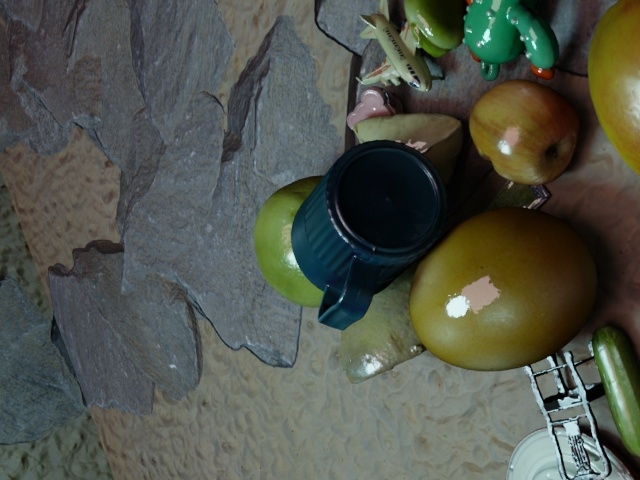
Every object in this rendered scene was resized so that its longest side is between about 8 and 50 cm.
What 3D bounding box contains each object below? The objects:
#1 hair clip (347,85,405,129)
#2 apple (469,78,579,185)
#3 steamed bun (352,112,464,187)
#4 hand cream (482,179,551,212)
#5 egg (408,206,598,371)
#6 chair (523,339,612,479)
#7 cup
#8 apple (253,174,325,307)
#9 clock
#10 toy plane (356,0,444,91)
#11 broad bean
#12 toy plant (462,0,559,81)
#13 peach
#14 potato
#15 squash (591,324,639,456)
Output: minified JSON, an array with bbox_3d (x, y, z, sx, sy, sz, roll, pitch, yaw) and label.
[{"bbox_3d":[0.135,-0.245,1.899,0.123,0.102,0.138,-44,65,47],"label":"hair clip"},{"bbox_3d":[0.356,-0.194,1.605,0.199,0.199,0.199,12,107,47],"label":"apple"},{"bbox_3d":[0.181,-0.148,1.831,0.231,0.110,0.212,-1,113,34],"label":"steamed bun"},{"bbox_3d":[0.344,-0.038,1.747,0.086,0.055,0.235,54,125,24],"label":"hand cream"},{"bbox_3d":[0.319,0.090,1.609,0.351,0.283,0.282,-35,70,34],"label":"egg"},{"bbox_3d":[0.461,0.307,1.614,0.106,0.113,0.229,-26,78,43],"label":"chair"},{"bbox_3d":[0.067,-0.018,1.678,0.242,0.308,0.292,48,160,3],"label":"cup"},{"bbox_3d":[0.000,0.000,1.950,0.254,0.292,0.291,132,122,-74],"label":"apple"},{"bbox_3d":[0.471,0.500,1.676,0.319,0.080,0.318,11,105,47],"label":"clock"},{"bbox_3d":[0.162,-0.388,1.839,0.256,0.104,0.242,54,131,27],"label":"toy plane"},{"bbox_3d":[0.220,-0.439,1.744,0.082,0.125,0.174,-34,66,63],"label":"broad bean"},{"bbox_3d":[0.341,-0.453,1.565,0.279,0.185,0.400,41,136,26],"label":"toy plant"},{"bbox_3d":[0.539,-0.221,1.296,0.308,0.308,0.332,-15,90,49],"label":"peach"},{"bbox_3d":[0.160,0.143,1.834,0.211,0.264,0.189,-31,83,53],"label":"potato"},{"bbox_3d":[0.529,0.262,1.570,0.069,0.069,0.238,-25,78,49],"label":"squash"}]
